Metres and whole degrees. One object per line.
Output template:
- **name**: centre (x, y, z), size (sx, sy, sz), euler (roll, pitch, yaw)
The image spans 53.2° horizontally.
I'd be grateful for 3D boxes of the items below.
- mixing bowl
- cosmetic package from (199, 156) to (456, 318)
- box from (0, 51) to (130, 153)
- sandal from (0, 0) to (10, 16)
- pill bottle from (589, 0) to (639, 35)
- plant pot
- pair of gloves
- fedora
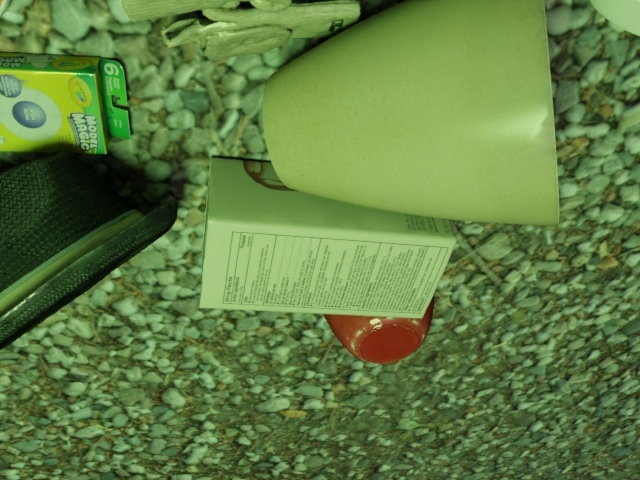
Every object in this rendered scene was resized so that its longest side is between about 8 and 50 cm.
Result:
- **mixing bowl**: centre (0.093, 0.119, 0.954), size (0.181, 0.098, 0.182), euler (-4, 133, -4)
- **cosmetic package**: centre (0.000, 0.000, 0.813), size (0.296, 0.129, 0.153), euler (5, 132, -13)
- **box**: centre (-0.303, -0.147, 0.696), size (0.179, 0.043, 0.105), euler (-1, 132, -9)
- **sandal**: centre (-0.318, -0.301, 0.532), size (0.101, 0.076, 0.265), euler (9, 130, -15)
- **pill bottle**: centre (0.344, -0.325, 0.509), size (0.176, 0.176, 0.319), euler (-1, 151, -8)
- **plant pot**: centre (0.089, -0.132, 0.656), size (0.273, 0.257, 0.257), euler (-4, 134, 18)
- **pair of gloves**: centre (-0.059, -0.218, 0.573), size (0.204, 0.240, 0.042), euler (-12, 93, 0)
- **fedora**: centre (-0.331, 0.008, 0.723), size (0.334, 0.334, 0.153), euler (-33, 98, 20)
